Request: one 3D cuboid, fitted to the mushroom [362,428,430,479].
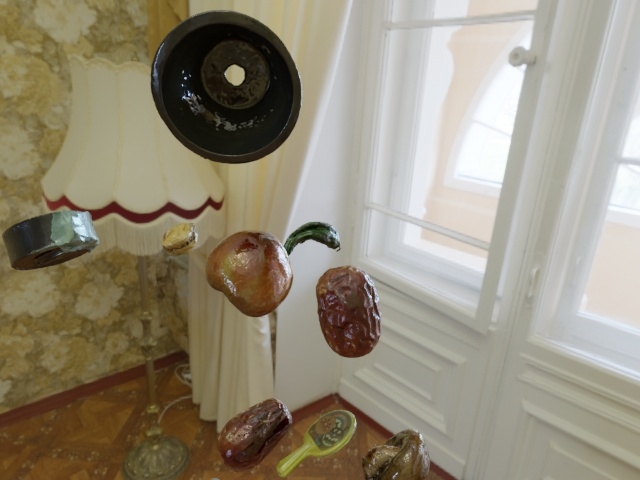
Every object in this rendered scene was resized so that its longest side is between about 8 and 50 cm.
[{"bbox_3d":[0.307,0.886,1.742,0.283,0.195,0.263,-27,5,16],"label":"mushroom"}]

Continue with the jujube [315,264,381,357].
[{"bbox_3d":[0.077,0.192,1.193,0.174,0.250,0.174,-7,6,1],"label":"jujube"}]

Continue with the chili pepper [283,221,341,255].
[{"bbox_3d":[0.000,0.000,1.453,0.279,0.122,0.065,5,38,-44],"label":"chili pepper"}]

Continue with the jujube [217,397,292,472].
[{"bbox_3d":[-0.271,0.798,1.807,0.318,0.223,0.223,-33,35,-24],"label":"jujube"}]

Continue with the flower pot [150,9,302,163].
[{"bbox_3d":[-0.171,-0.301,0.839,0.269,0.268,0.166,1,35,-7],"label":"flower pot"}]

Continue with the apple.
[{"bbox_3d":[-0.151,0.064,0.933,0.195,0.160,0.173,33,42,27],"label":"apple"}]

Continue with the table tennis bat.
[{"bbox_3d":[-0.018,0.808,1.750,0.369,0.054,0.224,-32,16,-17],"label":"table tennis bat"}]

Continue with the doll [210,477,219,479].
[{"bbox_3d":[-0.192,0.434,0.636,0.096,0.070,0.195,18,28,6],"label":"doll"}]

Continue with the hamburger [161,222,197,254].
[{"bbox_3d":[-0.583,-0.008,1.815,0.147,0.083,0.138,-20,43,3],"label":"hamburger"}]

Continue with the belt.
[{"bbox_3d":[-0.524,0.001,0.862,0.199,0.078,0.151,-22,-5,37],"label":"belt"}]
